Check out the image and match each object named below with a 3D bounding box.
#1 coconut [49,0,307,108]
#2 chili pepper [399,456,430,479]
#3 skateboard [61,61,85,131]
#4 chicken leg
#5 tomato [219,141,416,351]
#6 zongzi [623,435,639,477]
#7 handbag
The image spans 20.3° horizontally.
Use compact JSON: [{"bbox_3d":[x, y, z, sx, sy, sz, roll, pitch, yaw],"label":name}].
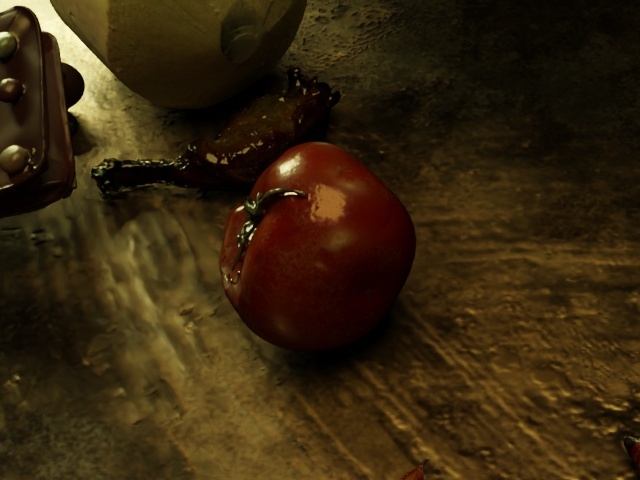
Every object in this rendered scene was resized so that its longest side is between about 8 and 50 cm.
[{"bbox_3d":[-0.133,-0.252,1.720,0.239,0.239,0.244,-30,52,-20],"label":"coconut"},{"bbox_3d":[0.045,0.240,1.406,0.045,0.027,0.178,19,53,15],"label":"chili pepper"},{"bbox_3d":[-0.308,-0.153,1.766,0.151,0.067,0.080,0,40,10],"label":"skateboard"},{"bbox_3d":[-0.093,-0.090,1.695,0.253,0.051,0.106,-23,45,-14],"label":"chicken leg"},{"bbox_3d":[0.000,0.000,1.531,0.151,0.187,0.187,14,47,-15],"label":"tomato"},{"bbox_3d":[0.281,0.181,1.410,0.067,0.073,0.083,14,50,-8],"label":"zongzi"},{"bbox_3d":[-0.344,-0.108,1.669,0.216,0.074,0.203,-14,60,9],"label":"handbag"}]
